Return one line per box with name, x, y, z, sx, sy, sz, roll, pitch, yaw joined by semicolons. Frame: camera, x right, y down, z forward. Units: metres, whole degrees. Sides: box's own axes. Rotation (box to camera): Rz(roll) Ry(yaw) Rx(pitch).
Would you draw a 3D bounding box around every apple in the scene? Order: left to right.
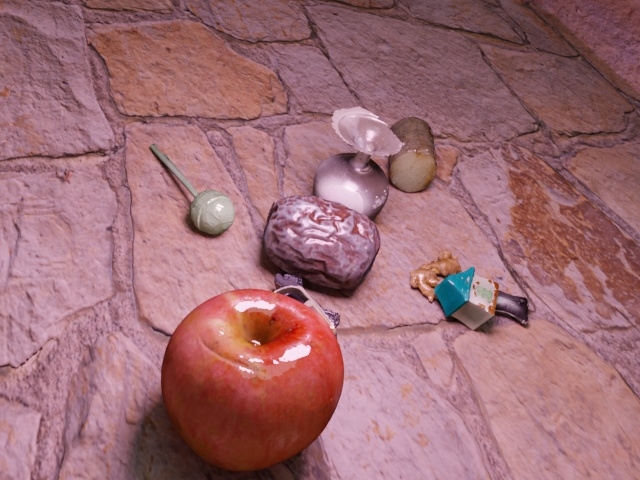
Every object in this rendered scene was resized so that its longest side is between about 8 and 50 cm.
apple;-0.140;0.288;1.395;0.364;0.364;0.364;10;42;-9

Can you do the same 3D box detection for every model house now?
model house;0.394;0.148;1.879;0.149;0.100;0.127;29;47;-7

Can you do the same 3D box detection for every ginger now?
ginger;0.332;0.094;1.981;0.176;0.052;0.193;7;43;-21

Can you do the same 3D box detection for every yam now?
yam;0.307;-0.297;2.324;0.161;0.161;0.268;14;39;-6

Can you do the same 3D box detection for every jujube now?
jujube;0.000;0.000;1.837;0.317;0.226;0.226;22;41;-1

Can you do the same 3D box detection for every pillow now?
pillow;0.528;0.182;1.959;0.136;0.055;0.091;16;73;1

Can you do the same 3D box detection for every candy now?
candy;-0.388;-0.164;1.979;0.119;0.119;0.440;-18;45;-34

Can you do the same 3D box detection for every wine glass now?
wine glass;0.095;-0.188;1.997;0.238;0.323;0.238;12;40;-10

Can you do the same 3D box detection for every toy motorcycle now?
toy motorcycle;-0.059;0.184;1.712;0.157;0.091;0.263;-21;54;-32

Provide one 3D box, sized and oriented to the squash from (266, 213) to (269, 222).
squash;-0.045;-0.041;1.970;0.219;0.077;0.068;10;62;-5
